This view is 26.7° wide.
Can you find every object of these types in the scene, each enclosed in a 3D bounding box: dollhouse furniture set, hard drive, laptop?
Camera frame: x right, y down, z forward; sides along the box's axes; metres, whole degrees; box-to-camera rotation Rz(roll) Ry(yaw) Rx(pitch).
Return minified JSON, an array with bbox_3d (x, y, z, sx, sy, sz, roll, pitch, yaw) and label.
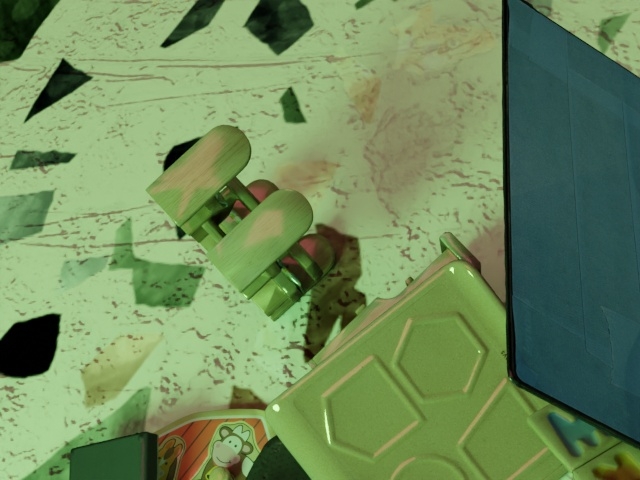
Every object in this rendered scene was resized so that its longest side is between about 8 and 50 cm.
[{"bbox_3d":[0.000,0.000,1.175,0.161,0.212,0.242,-43,78,-2],"label":"dollhouse furniture set"},{"bbox_3d":[-0.184,0.243,1.189,0.094,0.022,0.135,-17,64,31],"label":"hard drive"},{"bbox_3d":[0.357,-0.017,0.949,0.408,0.236,0.382,-11,46,18],"label":"laptop"}]

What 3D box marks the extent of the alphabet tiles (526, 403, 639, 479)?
[{"bbox_3d":[0.332,0.142,0.985,0.285,0.011,0.342,-27,50,-16],"label":"alphabet tiles"}]

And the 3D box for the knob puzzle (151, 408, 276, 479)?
[{"bbox_3d":[-0.110,0.226,1.191,0.213,0.030,0.213,-13,55,19],"label":"knob puzzle"}]

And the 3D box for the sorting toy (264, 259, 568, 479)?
[{"bbox_3d":[0.090,0.148,1.084,0.208,0.038,0.193,-38,92,2],"label":"sorting toy"}]

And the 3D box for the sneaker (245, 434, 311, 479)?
[{"bbox_3d":[-0.041,0.262,1.042,0.106,0.162,0.281,1,62,13],"label":"sneaker"}]
